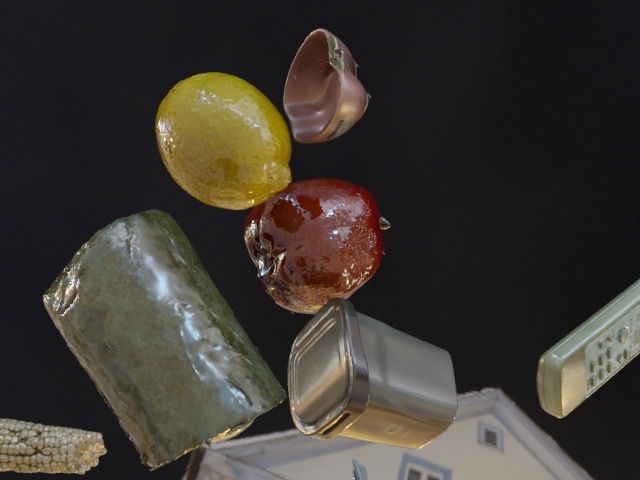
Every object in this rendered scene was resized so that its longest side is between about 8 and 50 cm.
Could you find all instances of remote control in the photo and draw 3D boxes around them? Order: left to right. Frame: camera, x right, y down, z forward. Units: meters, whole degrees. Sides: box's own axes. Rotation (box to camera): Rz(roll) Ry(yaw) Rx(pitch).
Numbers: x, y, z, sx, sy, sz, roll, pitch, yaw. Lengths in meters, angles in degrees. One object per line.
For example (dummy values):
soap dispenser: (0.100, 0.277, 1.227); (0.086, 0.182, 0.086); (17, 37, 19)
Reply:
remote control: (0.363, 0.131, 0.899); (0.038, 0.234, 0.098); (27, -42, 48)

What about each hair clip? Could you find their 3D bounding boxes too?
hair clip: (0.043, 0.333, 0.888); (0.039, 0.115, 0.030); (-16, -48, 20)

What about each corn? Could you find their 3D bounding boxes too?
corn: (-0.463, 0.338, 1.147); (0.211, 0.087, 0.087); (4, -67, 7)

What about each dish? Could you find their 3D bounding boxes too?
dish: (0.021, -0.277, 1.316); (0.091, 0.213, 0.213); (6, -58, -32)

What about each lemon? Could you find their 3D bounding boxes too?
lemon: (-0.178, -0.182, 1.295); (0.263, 0.236, 0.235); (40, -53, 44)

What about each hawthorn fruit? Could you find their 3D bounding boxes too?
hawthorn fruit: (-0.013, -0.001, 1.507); (0.295, 0.295, 0.311); (40, -99, -4)

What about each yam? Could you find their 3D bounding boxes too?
yam: (-0.196, 0.120, 0.866); (0.195, 0.195, 0.300); (-40, -101, 25)

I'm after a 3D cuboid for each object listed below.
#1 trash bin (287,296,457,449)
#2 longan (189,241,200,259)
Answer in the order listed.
trash bin: (0.098, 0.259, 1.297); (0.250, 0.219, 0.220); (21, -44, -22)
longan: (-0.289, 0.051, 1.408); (0.113, 0.092, 0.113); (-1, -93, 28)
